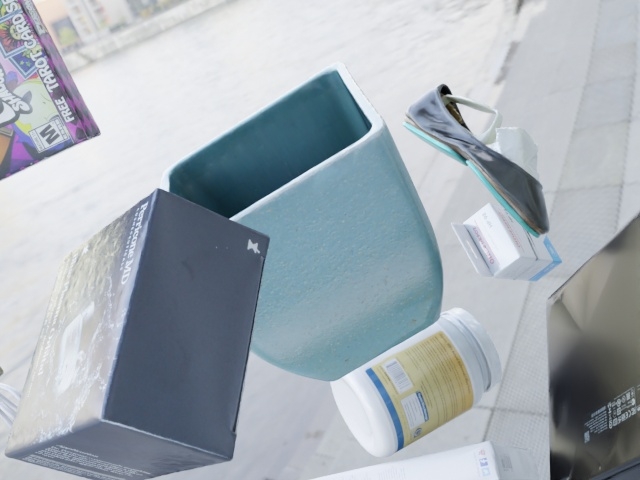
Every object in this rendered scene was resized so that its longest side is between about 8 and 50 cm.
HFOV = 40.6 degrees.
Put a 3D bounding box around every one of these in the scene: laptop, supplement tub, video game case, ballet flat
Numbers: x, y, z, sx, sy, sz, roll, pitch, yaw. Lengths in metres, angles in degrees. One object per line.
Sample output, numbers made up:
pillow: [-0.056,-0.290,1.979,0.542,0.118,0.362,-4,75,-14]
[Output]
laptop: [0.416,0.187,0.878,0.382,0.237,0.407,112,166,-61]
supplement tub: [0.129,0.188,1.173,0.200,0.144,0.144,-25,16,-18]
video game case: [-0.329,-0.148,0.720,0.210,0.232,0.042,-22,12,9]
ballet flat: [0.217,-0.121,1.135,0.096,0.095,0.280,-50,56,10]

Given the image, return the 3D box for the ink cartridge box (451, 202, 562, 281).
ink cartridge box: [0.295,0.004,1.362,0.180,0.104,0.060,6,-39,-49]

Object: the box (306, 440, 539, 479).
box: [0.126,0.348,1.229,0.322,0.058,0.232,-17,-22,22]

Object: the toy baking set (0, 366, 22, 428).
toy baking set: [-0.361,0.120,0.866,0.197,0.256,0.030,16,48,42]

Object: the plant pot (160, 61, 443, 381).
plant pot: [0.000,0.000,0.940,0.247,0.252,0.248,-32,27,6]

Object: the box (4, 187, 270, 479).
box: [-0.123,0.071,0.584,0.158,0.093,0.155,-26,47,46]
